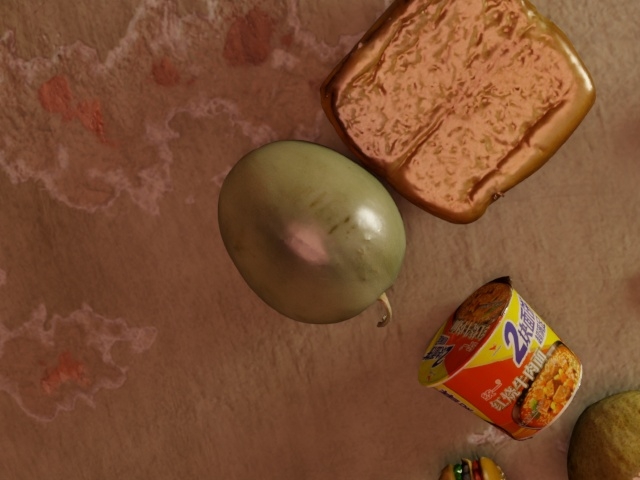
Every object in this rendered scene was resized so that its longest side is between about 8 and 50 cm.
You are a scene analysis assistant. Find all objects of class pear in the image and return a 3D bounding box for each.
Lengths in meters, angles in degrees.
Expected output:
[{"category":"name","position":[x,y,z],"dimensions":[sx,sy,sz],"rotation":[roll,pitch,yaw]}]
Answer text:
[{"category":"pear","position":[0.471,0.345,1.144],"dimensions":[0.188,0.211,0.229],"rotation":[9,100,6]}]

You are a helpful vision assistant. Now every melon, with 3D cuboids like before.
[{"category":"melon","position":[-0.013,-0.009,1.157],"dimensions":[0.307,0.272,0.272],"rotation":[22,101,11]}]

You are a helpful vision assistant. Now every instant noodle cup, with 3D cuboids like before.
[{"category":"instant noodle cup","position":[0.282,0.188,1.167],"dimensions":[0.174,0.213,0.213],"rotation":[39,102,-6]}]

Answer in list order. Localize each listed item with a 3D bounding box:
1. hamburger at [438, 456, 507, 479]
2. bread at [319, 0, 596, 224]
[{"category":"hamburger","position":[0.254,0.430,1.224],"dimensions":[0.115,0.162,0.162],"rotation":[-18,95,11]},{"category":"bread","position":[0.204,-0.217,1.148],"dimensions":[0.328,0.148,0.337],"rotation":[41,100,-2]}]
